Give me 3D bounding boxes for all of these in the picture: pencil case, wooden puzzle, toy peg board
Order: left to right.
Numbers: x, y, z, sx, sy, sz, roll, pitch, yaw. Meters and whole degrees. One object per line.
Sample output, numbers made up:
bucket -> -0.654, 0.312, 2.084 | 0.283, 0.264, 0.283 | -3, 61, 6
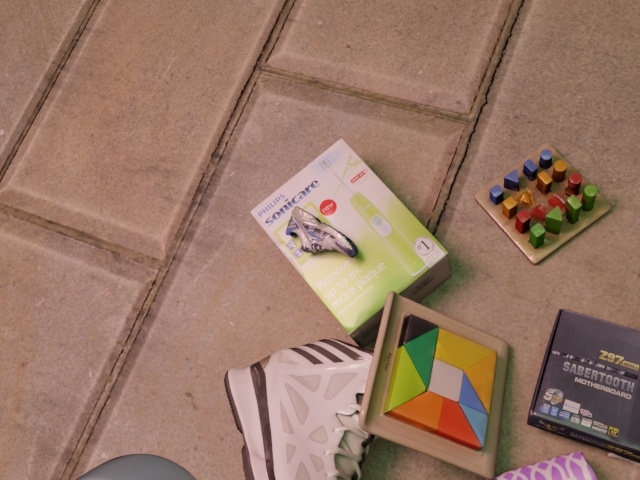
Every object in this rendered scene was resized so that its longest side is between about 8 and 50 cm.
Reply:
wooden puzzle -> 0.182, 0.210, 1.072 | 0.239, 0.044, 0.220 | 26, 58, -15
pencil case -> 0.308, 0.376, 1.056 | 0.206, 0.086, 0.088 | -18, 111, 7
toy peg board -> 0.369, -0.075, 1.203 | 0.161, 0.079, 0.160 | -36, 67, -2

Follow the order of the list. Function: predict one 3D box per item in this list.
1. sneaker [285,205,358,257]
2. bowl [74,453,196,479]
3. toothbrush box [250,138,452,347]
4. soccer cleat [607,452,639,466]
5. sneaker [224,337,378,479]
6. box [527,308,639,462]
sneaker -> 0.000, 0.000, 1.154 | 0.135, 0.052, 0.058 | 31, 92, 30
bowl -> -0.330, 0.488, 1.121 | 0.312, 0.163, 0.311 | -4, 71, 12
toothbrush box -> 0.053, 0.004, 1.227 | 0.206, 0.122, 0.283 | -38, 65, -2
soccer cleat -> 0.468, 0.320, 1.064 | 0.083, 0.029, 0.035 | -4, 66, 7
sneaker -> 0.028, 0.296, 1.043 | 0.258, 0.169, 0.447 | -26, 40, -2
box -> 0.446, 0.221, 1.073 | 0.233, 0.059, 0.183 | 17, 63, 18
